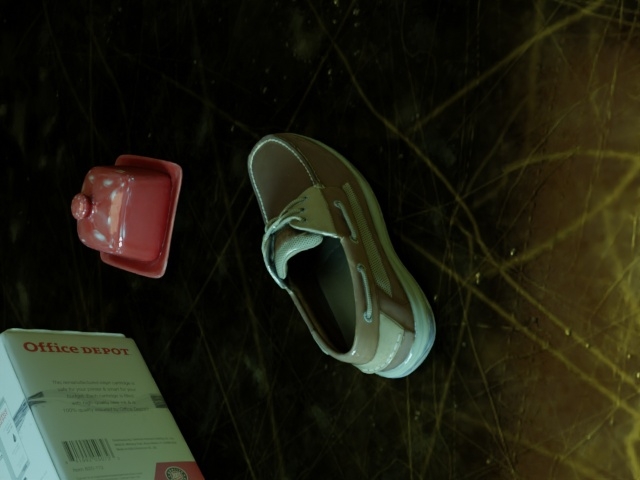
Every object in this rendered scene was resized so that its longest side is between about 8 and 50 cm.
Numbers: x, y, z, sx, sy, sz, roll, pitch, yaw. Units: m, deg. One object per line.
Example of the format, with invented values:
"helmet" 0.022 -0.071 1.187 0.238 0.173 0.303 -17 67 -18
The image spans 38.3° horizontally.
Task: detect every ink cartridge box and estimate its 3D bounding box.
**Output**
"ink cartridge box" -0.289 0.254 1.151 0.117 0.207 0.283 -53 52 23

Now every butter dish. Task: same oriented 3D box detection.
"butter dish" -0.278 -0.040 1.239 0.160 0.118 0.159 13 93 44

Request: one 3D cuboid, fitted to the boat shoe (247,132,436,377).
"boat shoe" 0.000 0.000 0.971 0.123 0.116 0.324 -52 54 26
